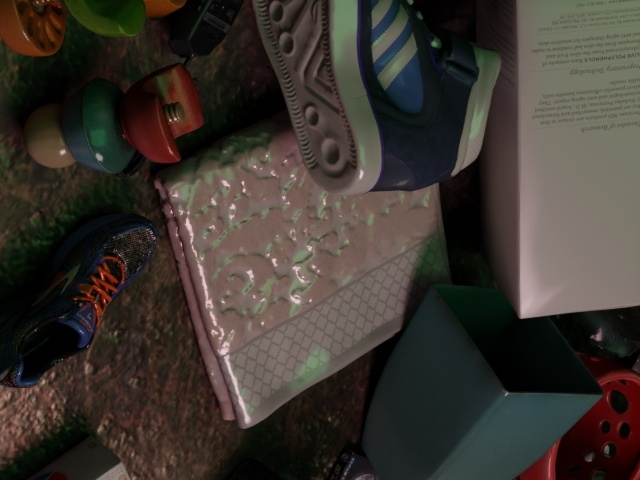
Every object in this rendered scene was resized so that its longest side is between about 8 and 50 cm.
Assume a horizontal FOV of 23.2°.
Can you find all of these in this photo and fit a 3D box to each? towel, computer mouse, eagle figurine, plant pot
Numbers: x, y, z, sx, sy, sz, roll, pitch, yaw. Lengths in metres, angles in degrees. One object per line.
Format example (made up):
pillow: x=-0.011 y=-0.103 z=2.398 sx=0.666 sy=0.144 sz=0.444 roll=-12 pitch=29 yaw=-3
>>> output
towel: x=0.000 y=0.000 z=1.659 sx=0.332 sy=0.053 sz=0.317 roll=-29 pitch=123 yaw=-28
computer mouse: x=-0.143 y=-0.170 z=1.491 sx=0.242 sy=0.041 sz=0.071 roll=-59 pitch=161 yaw=2
eagle figurine: x=0.434 y=0.070 z=1.974 sx=0.298 sy=0.225 sz=0.226 roll=59 pitch=21 yaw=-6
plant pot: x=0.161 y=0.193 z=1.766 sx=0.166 sy=0.165 sz=0.234 roll=7 pitch=128 yaw=-41
plant pot: x=0.287 y=0.217 z=1.889 sx=0.191 sy=0.174 sz=0.191 roll=-15 pitch=116 yaw=-33

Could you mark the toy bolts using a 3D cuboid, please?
toy bolts: x=-0.211 y=-0.175 z=1.401 sx=0.218 sy=0.158 sz=0.228 roll=-60 pitch=137 yaw=-62

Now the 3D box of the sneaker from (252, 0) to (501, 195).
sneaker: x=0.070 y=-0.210 z=1.562 sx=0.236 sy=0.130 sz=0.322 roll=-15 pitch=93 yaw=-40

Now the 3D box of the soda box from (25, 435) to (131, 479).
soda box: x=-0.285 y=0.289 z=1.533 sx=0.216 sy=0.069 sz=0.074 roll=-35 pitch=126 yaw=-24

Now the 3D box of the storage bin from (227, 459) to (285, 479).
storage bin: x=-0.077 y=0.349 z=1.712 sx=0.180 sy=0.084 sz=0.122 roll=-53 pitch=131 yaw=-10

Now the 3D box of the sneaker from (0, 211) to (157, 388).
sneaker: x=-0.232 y=0.064 z=1.474 sx=0.221 sy=0.087 sz=0.083 roll=-47 pitch=130 yaw=-14

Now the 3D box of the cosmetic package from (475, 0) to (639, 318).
cosmetic package: x=0.260 y=-0.121 z=1.699 sx=0.155 sy=0.197 sz=0.365 roll=-7 pitch=115 yaw=-6

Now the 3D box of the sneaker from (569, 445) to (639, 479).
sneaker: x=0.379 y=0.431 z=2.026 sx=0.366 sy=0.137 sz=0.210 roll=63 pitch=40 yaw=-39

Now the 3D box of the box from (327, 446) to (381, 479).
box: x=0.035 y=0.290 z=1.821 sx=0.067 sy=0.018 sz=0.083 roll=29 pitch=88 yaw=-41
